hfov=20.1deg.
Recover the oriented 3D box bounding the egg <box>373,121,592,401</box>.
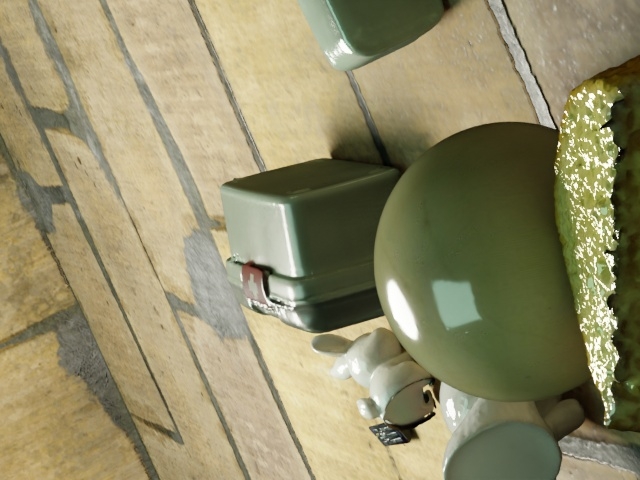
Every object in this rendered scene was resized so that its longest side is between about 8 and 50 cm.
[{"bbox_3d":[0.128,0.011,1.224,0.241,0.186,0.186,-100,-12,-74],"label":"egg"}]

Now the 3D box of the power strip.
[{"bbox_3d":[-0.028,-0.317,1.361,0.385,0.091,0.062,64,160,-2],"label":"power strip"}]

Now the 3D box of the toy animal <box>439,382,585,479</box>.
[{"bbox_3d":[0.144,0.114,1.519,0.104,0.131,0.221,31,-157,-25],"label":"toy animal"}]

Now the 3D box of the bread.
[{"bbox_3d":[0.207,-0.019,1.060,0.134,0.129,0.260,-112,15,-63],"label":"bread"}]

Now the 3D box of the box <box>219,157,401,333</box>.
[{"bbox_3d":[0.000,0.000,1.648,0.210,0.148,0.129,-166,63,-67],"label":"box"}]

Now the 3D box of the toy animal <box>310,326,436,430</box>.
[{"bbox_3d":[0.059,0.129,1.780,0.124,0.085,0.071,54,178,42],"label":"toy animal"}]

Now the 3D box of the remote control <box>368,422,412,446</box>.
[{"bbox_3d":[0.076,0.203,1.919,0.034,0.016,0.091,47,163,-3],"label":"remote control"}]
